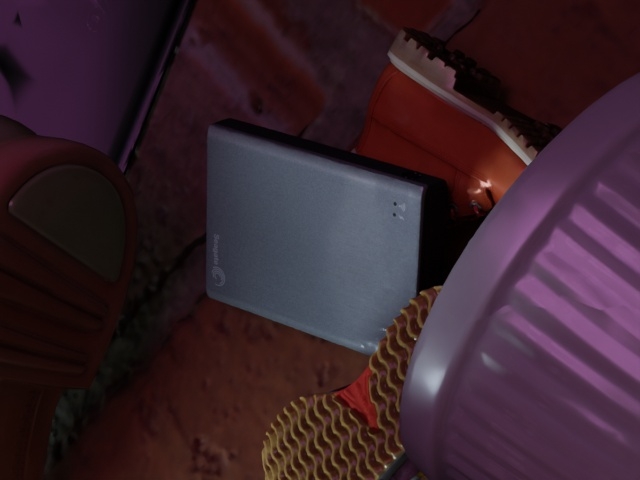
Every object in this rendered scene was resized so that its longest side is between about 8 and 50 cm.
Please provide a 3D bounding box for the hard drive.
[{"bbox_3d":[0.000,0.000,0.958,0.135,0.022,0.094,18,116,36],"label":"hard drive"}]

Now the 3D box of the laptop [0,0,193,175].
[{"bbox_3d":[-0.296,-0.082,1.209,0.408,0.236,0.382,4,71,63],"label":"laptop"}]

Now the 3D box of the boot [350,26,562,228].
[{"bbox_3d":[0.077,-0.027,0.934,0.158,0.059,0.084,42,108,36],"label":"boot"}]

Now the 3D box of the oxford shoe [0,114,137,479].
[{"bbox_3d":[-0.228,0.119,1.013,0.146,0.140,0.397,25,88,41],"label":"oxford shoe"}]

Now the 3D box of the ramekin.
[{"bbox_3d":[0.140,0.042,0.774,0.109,0.207,0.207,39,94,27],"label":"ramekin"}]

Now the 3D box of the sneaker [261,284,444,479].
[{"bbox_3d":[0.047,0.084,0.901,0.185,0.084,0.069,-43,56,43],"label":"sneaker"}]
